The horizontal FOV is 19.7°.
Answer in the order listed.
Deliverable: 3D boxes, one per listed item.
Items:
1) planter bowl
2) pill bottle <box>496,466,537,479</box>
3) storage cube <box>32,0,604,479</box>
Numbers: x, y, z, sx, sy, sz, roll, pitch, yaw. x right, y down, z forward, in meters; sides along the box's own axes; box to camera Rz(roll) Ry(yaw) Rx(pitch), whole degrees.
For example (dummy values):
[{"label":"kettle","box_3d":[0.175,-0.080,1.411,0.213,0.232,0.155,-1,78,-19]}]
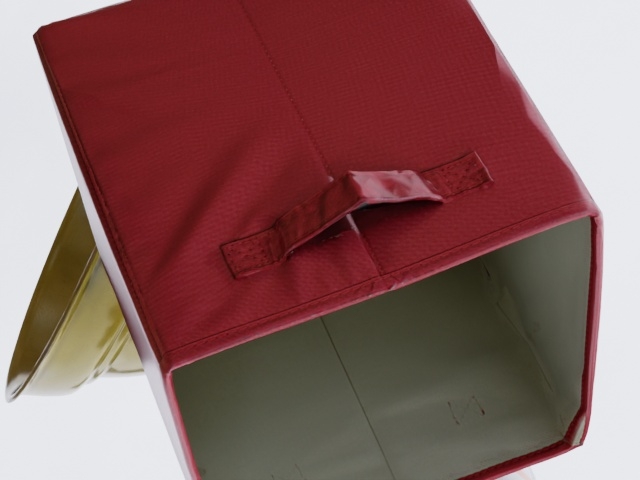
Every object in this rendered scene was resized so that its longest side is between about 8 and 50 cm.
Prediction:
[{"label":"planter bowl","box_3d":[-0.095,0.007,1.043,0.217,0.090,0.217,-60,-165,28]},{"label":"pill bottle","box_3d":[0.032,0.161,1.356,0.224,0.224,0.392,-58,-163,17]},{"label":"storage cube","box_3d":[0.000,0.000,0.815,0.184,0.215,0.193,-20,-126,-8]}]
